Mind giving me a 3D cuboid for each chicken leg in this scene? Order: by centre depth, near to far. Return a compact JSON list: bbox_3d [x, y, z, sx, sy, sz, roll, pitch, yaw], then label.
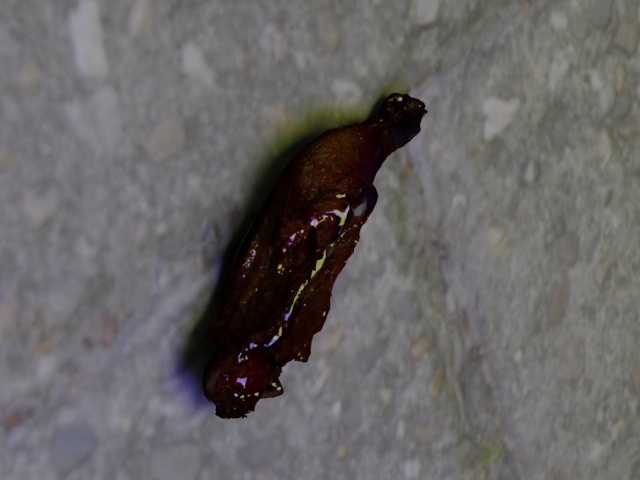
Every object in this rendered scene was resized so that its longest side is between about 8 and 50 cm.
[{"bbox_3d":[-0.002,-0.002,0.801,0.205,0.053,0.093,-58,157,-16],"label":"chicken leg"}]
